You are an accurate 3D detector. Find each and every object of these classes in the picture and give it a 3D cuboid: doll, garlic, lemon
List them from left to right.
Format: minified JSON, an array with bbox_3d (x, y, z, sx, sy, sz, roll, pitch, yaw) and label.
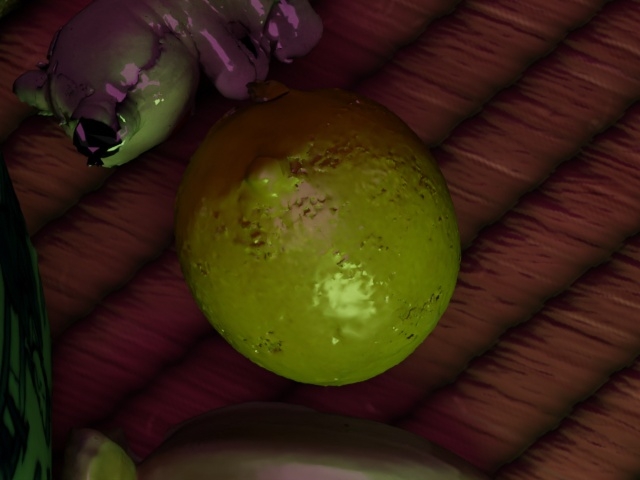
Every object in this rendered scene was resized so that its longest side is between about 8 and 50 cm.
[{"bbox_3d":[-0.098,-0.117,1.218,0.192,0.149,0.095,-40,124,-16],"label":"doll"},{"bbox_3d":[-0.020,0.235,1.179,0.325,0.132,0.279,15,78,10],"label":"garlic"},{"bbox_3d":[0.000,0.000,1.194,0.173,0.206,0.173,-22,40,19],"label":"lemon"}]

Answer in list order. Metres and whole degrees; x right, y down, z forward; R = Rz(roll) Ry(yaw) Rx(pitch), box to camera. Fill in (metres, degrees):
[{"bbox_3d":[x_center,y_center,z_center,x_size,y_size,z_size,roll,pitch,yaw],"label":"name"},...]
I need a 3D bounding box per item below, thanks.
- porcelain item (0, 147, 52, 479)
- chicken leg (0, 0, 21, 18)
[{"bbox_3d":[-0.247,0.052,1.119,0.157,0.286,0.281,-9,44,3],"label":"porcelain item"},{"bbox_3d":[-0.234,-0.225,1.253,0.211,0.140,0.361,37,81,-1],"label":"chicken leg"}]
